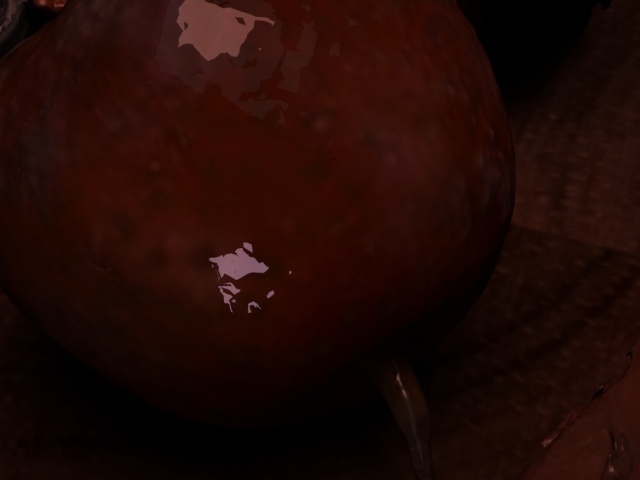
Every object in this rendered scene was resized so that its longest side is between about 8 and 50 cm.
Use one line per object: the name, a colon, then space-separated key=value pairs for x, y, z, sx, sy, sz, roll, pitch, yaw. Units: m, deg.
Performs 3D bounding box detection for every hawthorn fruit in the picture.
hawthorn fruit: x=-0.020 y=-0.033 z=0.727 sx=0.263 sy=0.235 sz=0.231 roll=26 pitch=10 yaw=-16

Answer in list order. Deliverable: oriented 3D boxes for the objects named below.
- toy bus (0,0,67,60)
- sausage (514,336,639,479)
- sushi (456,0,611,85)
toy bus: x=-0.273 y=-0.112 z=0.825 sx=0.329 sy=0.143 sz=0.153 roll=-2 pitch=62 yaw=-1
sausage: x=0.114 y=0.125 z=0.676 sx=0.087 sy=0.079 sz=0.327 roll=15 pitch=44 yaw=29
sushi: x=0.068 y=-0.272 z=0.904 sx=0.281 sy=0.294 sz=0.299 roll=7 pitch=43 yaw=-12
